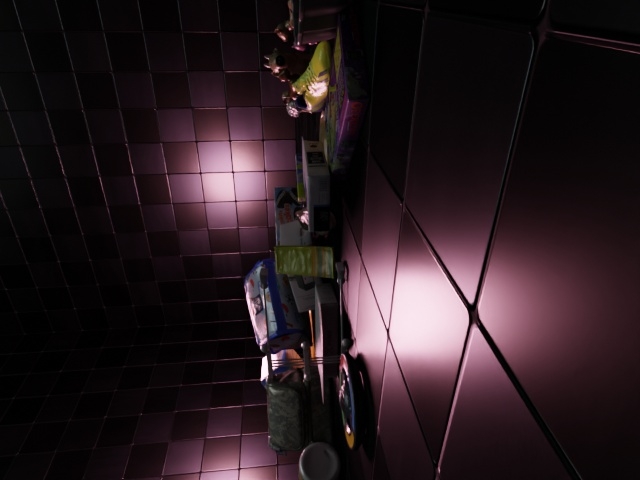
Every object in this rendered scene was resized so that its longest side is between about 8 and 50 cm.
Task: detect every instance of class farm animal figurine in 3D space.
[{"bbox_3d":[-0.093,-0.615,1.470,0.327,0.172,0.330,54,-135,-88],"label":"farm animal figurine"}]

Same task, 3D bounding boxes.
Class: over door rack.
[{"bbox_3d":[-0.044,0.231,1.210,0.108,0.239,0.324,-131,38,-84],"label":"over door rack"}]

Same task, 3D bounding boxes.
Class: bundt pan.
[{"bbox_3d":[0.005,-0.587,0.932,0.331,0.124,0.331,177,90,-85],"label":"bundt pan"}]

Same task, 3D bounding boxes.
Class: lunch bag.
[{"bbox_3d":[-0.175,0.281,1.852,0.385,0.239,0.328,83,172,-68],"label":"lunch bag"},{"bbox_3d":[-0.086,0.668,1.744,0.212,0.256,0.305,-141,48,-83],"label":"lunch bag"}]

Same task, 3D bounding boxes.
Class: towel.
[{"bbox_3d":[-0.055,0.069,1.460,0.021,0.237,0.102,-10,-80,-57],"label":"towel"}]

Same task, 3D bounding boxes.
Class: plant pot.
[{"bbox_3d":[0.024,-0.275,1.344,0.236,0.032,0.236,178,90,-84],"label":"plant pot"}]

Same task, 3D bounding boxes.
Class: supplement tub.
[{"bbox_3d":[-0.005,0.814,1.564,0.199,0.144,0.144,94,171,-51],"label":"supplement tub"}]

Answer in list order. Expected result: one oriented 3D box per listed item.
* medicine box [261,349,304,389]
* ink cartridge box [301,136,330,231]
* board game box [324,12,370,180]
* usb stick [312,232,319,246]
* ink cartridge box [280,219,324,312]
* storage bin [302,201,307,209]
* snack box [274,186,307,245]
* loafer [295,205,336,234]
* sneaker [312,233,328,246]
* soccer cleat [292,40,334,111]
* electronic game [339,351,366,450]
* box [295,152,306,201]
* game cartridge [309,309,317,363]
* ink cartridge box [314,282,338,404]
[{"bbox_3d":[-0.123,0.646,1.999,0.289,0.149,0.263,51,180,-9],"label":"medicine box"},{"bbox_3d":[-0.015,-0.173,1.257,0.332,0.065,0.165,-100,8,-58],"label":"ink cartridge box"},{"bbox_3d":[0.050,-0.302,1.004,0.347,0.056,0.208,105,166,-72],"label":"board game box"},{"bbox_3d":[-0.027,-0.044,1.895,0.077,0.045,0.278,83,-179,-64],"label":"usb stick"},{"bbox_3d":[-0.065,0.091,1.677,0.211,0.121,0.289,-100,-3,-59],"label":"ink cartridge box"},{"bbox_3d":[-0.025,-0.202,1.608,0.180,0.084,0.122,101,165,-65],"label":"storage bin"},{"bbox_3d":[-0.129,-0.103,2.173,0.060,0.187,0.322,120,147,-79],"label":"snack box"},{"bbox_3d":[-0.007,-0.084,1.440,0.102,0.092,0.268,59,166,-16],"label":"loafer"},{"bbox_3d":[0.000,0.000,1.584,0.047,0.057,0.119,-108,15,-60],"label":"sneaker"},{"bbox_3d":[-0.018,-0.444,1.231,0.289,0.121,0.093,115,152,-77],"label":"soccer cleat"},{"bbox_3d":[0.072,0.394,1.090,0.229,0.048,0.229,177,90,-85],"label":"electronic game"},{"bbox_3d":[-0.026,-0.222,1.473,0.042,0.109,0.178,93,173,-74],"label":"box"},{"bbox_3d":[-0.020,0.403,2.048,0.285,0.053,0.323,117,147,-79],"label":"game cartridge"},{"bbox_3d":[0.024,0.331,1.445,0.261,0.066,0.296,-106,14,-66],"label":"ink cartridge box"}]
